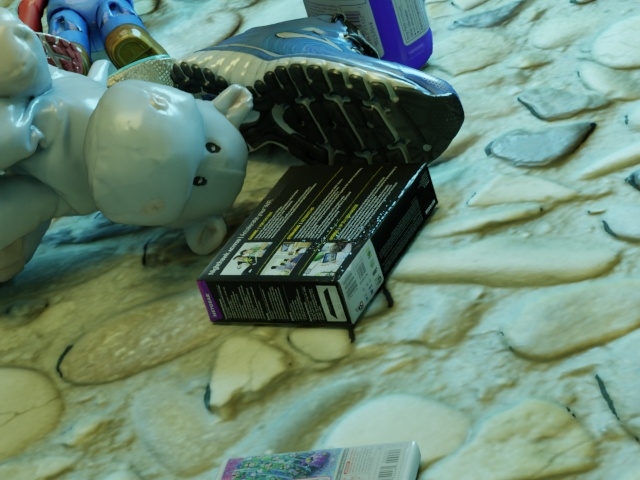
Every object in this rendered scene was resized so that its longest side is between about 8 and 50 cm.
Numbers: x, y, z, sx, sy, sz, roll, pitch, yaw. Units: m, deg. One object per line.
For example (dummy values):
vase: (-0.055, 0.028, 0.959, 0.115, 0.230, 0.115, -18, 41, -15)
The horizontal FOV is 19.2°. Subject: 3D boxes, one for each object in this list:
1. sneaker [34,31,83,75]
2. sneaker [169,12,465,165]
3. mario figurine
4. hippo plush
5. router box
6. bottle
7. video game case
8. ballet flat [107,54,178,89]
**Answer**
sneaker: (-0.338, -0.152, 1.803, 0.225, 0.088, 0.093, -14, 22, -15)
sneaker: (0.010, -0.148, 1.697, 0.147, 0.129, 0.330, -40, 36, -27)
mario figurine: (-0.236, -0.240, 2.050, 0.198, 0.170, 0.320, 12, 34, -21)
hippo plush: (-0.191, -0.050, 1.625, 0.237, 0.234, 0.294, 17, -1, 21)
router box: (0.000, 0.000, 1.533, 0.133, 0.046, 0.179, 0, 33, 31)
bottle: (0.021, -0.286, 1.774, 0.092, 0.282, 0.118, -36, 32, -30)
video game case: (-0.015, 0.191, 1.238, 0.143, 0.019, 0.157, -8, 31, 18)
ballet flat: (-0.219, -0.114, 1.852, 0.206, 0.073, 0.067, -27, 57, -11)
